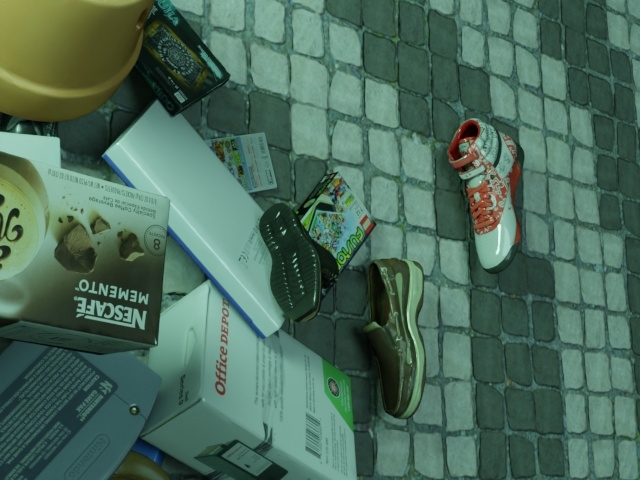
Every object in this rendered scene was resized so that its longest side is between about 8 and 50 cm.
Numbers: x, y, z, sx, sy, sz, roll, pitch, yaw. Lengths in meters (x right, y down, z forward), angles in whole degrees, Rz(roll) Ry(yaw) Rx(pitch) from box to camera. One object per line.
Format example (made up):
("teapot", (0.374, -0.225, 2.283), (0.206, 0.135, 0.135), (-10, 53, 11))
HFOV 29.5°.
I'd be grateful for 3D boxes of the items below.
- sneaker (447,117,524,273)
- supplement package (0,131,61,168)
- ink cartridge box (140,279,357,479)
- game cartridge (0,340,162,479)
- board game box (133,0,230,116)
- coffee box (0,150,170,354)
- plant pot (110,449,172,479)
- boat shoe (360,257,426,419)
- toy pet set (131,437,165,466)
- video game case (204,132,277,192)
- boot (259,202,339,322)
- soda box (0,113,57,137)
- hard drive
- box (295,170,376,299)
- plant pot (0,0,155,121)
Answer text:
("sneaker", (0.278, -0.084, 2.125), (0.145, 0.090, 0.270), (31, 57, -34))
("supplement package", (-0.444, -0.010, 1.330), (0.263, 0.198, 0.199), (3, 79, -43))
("ink cartridge box", (-0.091, 0.219, 1.625), (0.289, 0.121, 0.211), (38, 32, -31))
("game cartridge", (-0.330, 0.226, 1.429), (0.198, 0.062, 0.297), (41, 51, 0))
("board game box", (-0.221, -0.272, 1.691), (0.186, 0.026, 0.126), (52, 42, -3))
("coffee box", (-0.309, 0.011, 1.232), (0.297, 0.119, 0.168), (17, 70, -41))
("plant pot", (-0.264, 0.372, 1.483), (0.236, 0.032, 0.236), (-4, 96, -34))
("boat shoe", (0.103, 0.151, 1.908), (0.095, 0.095, 0.257), (12, 65, -27))
("toy pet set", (-0.230, 0.306, 1.553), (0.122, 0.065, 0.114), (35, 58, -34))
("video game case", (-0.120, -0.112, 1.799), (0.122, 0.011, 0.087), (-13, 90, -45))
("boot", (-0.007, 0.051, 1.668), (0.137, 0.077, 0.198), (42, 26, -43))
("soda box", (-0.372, -0.091, 1.516), (0.053, 0.060, 0.169), (17, 68, -36))
("hard drive", (-0.148, -0.038, 1.647), (0.318, 0.040, 0.210), (50, 22, -14))
("box", (0.000, 0.000, 1.870), (0.114, 0.036, 0.207), (54, 49, -21))
("plant pot", (-0.322, -0.317, 1.475), (0.291, 0.203, 0.291), (17, 58, -30))
